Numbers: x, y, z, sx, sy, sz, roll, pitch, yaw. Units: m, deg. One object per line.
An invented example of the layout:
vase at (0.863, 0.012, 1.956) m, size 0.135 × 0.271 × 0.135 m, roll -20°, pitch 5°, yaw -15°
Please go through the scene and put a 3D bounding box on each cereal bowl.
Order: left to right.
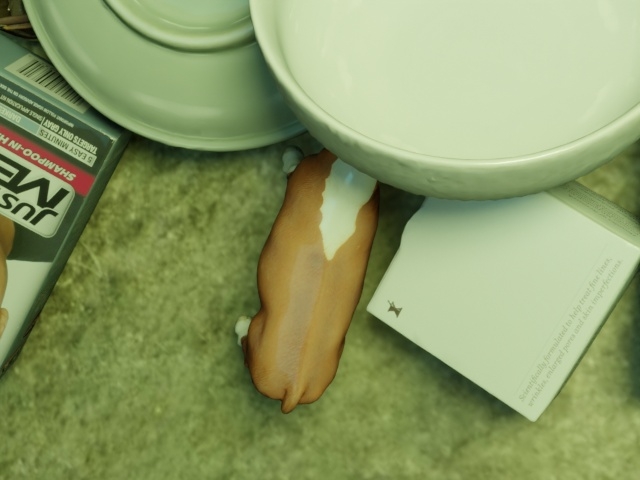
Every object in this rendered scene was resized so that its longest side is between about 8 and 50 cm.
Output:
cereal bowl at (0.120, -0.174, 0.784) m, size 0.339 × 0.141 × 0.339 m, roll -4°, pitch 65°, yaw 8°

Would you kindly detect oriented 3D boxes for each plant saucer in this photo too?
plant saucer at (-0.101, -0.280, 0.922) m, size 0.401 × 0.100 × 0.400 m, roll 1°, pitch 97°, yaw 5°

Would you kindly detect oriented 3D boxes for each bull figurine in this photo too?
bull figurine at (0.000, 0.000, 0.927) m, size 0.101 × 0.188 × 0.310 m, roll 20°, pitch 94°, yaw -13°

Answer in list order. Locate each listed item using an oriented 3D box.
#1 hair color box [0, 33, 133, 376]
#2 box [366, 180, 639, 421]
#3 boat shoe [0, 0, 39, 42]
hair color box at (-0.372, -0.019, 1.125) m, size 0.185 × 0.113 × 0.374 m, roll 30°, pitch 112°, yaw -6°
box at (0.170, 0.027, 0.891) m, size 0.182 × 0.119 × 0.181 m, roll 34°, pitch 111°, yaw 19°
boat shoe at (-0.226, -0.290, 1.040) m, size 0.342 × 0.123 × 0.123 m, roll -12°, pitch 92°, yaw 28°
